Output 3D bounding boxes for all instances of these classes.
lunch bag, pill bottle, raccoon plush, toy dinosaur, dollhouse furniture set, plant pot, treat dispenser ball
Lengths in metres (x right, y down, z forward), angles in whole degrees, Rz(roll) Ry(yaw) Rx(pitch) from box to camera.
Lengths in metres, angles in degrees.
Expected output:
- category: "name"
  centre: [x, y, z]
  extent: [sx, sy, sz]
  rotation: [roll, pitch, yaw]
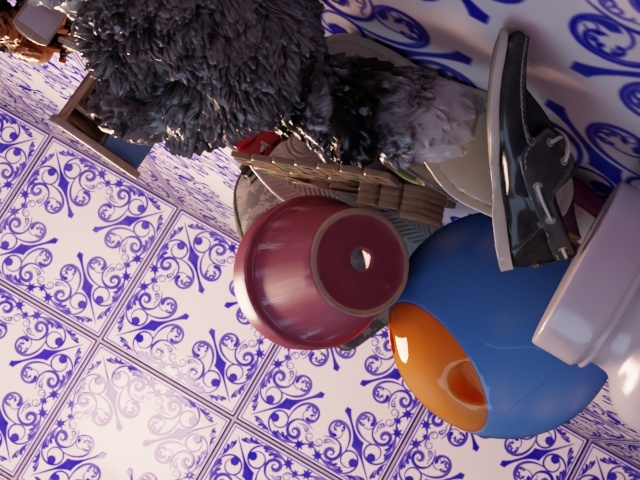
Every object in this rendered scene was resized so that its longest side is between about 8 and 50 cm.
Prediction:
- category: "lunch bag"
  centre: [0.000, 0.000, 1.617]
  extent: [0.305, 0.212, 0.256]
  rotation: [39, -169, -48]
- category: "pill bottle"
  centre: [0.413, 0.114, 0.855]
  extent: [0.407, 0.229, 0.229]
  rotation: [28, 171, 11]
- category: "raccoon plush"
  centre: [-0.077, -0.238, 0.844]
  extent: [0.446, 0.216, 0.299]
  rotation: [5, 152, 16]
- category: "toy dinosaur"
  centre: [-0.421, -0.322, 1.352]
  extent: [0.218, 0.164, 0.322]
  rotation: [28, 175, 2]
- category: "dollhouse furniture set"
  centre: [-0.236, -0.205, 1.168]
  extent: [0.286, 0.198, 0.303]
  rotation: [36, 175, -25]
- category: "plant pot"
  centre: [0.012, 0.035, 1.187]
  extent: [0.201, 0.201, 0.180]
  rotation: [33, 162, -16]
- category: "treat dispenser ball"
  centre: [0.229, 0.105, 1.215]
  extent: [0.288, 0.288, 0.288]
  rotation: [29, 171, 5]

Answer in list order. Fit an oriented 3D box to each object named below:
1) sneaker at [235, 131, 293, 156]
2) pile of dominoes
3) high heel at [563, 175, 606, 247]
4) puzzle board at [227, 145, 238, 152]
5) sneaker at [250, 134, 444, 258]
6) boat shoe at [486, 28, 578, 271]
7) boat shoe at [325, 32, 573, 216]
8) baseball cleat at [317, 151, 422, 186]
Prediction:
- category: "sneaker"
  centre: [-0.032, -0.145, 1.171]
  extent: [0.087, 0.128, 0.221]
  rotation: [34, 170, -23]
- category: "pile of dominoes"
  centre: [0.021, -0.057, 1.129]
  extent: [0.251, 0.040, 0.196]
  rotation: [10, 178, 36]
- category: "high heel"
  centre: [0.303, -0.026, 1.055]
  extent: [0.244, 0.117, 0.082]
  rotation: [13, 145, -29]
- category: "puzzle board"
  centre: [-0.094, -0.161, 1.367]
  extent: [0.011, 0.128, 0.096]
  rotation: [-29, 128, 35]
- category: "sneaker"
  centre: [0.024, -0.087, 1.365]
  extent: [0.350, 0.131, 0.148]
  rotation: [41, -169, -8]
- category: "boat shoe"
  centre: [0.185, -0.078, 0.844]
  extent: [0.079, 0.084, 0.233]
  rotation: [-3, 123, 15]
- category: "boat shoe"
  centre: [0.120, -0.107, 0.986]
  extent: [0.305, 0.109, 0.091]
  rotation: [33, 173, 14]
- category: "baseball cleat"
  centre: [0.091, -0.107, 1.145]
  extent: [0.206, 0.072, 0.109]
  rotation: [13, -164, -17]
